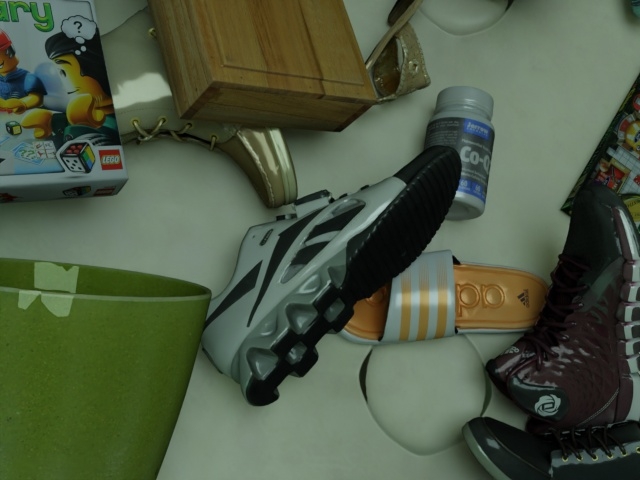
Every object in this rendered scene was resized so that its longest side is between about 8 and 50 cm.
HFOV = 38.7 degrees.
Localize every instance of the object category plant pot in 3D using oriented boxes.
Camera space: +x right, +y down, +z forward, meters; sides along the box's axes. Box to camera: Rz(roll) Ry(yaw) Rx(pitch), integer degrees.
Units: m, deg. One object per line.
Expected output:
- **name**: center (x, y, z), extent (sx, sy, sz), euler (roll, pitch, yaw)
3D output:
- **plant pot**: center (-0.246, 0.174, 0.786), extent (0.274, 0.275, 0.294), euler (6, 92, -13)

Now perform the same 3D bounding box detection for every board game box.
- **board game box**: center (0.411, -0.102, 1.121), extent (0.136, 0.030, 0.260), euler (36, 71, -6)
- **board game box**: center (-0.335, -0.125, 0.791), extent (0.305, 0.053, 0.193), euler (-6, 75, -31)

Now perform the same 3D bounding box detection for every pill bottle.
- **pill bottle**: center (0.155, -0.099, 1.027), extent (0.078, 0.078, 0.137), euler (13, 74, -11)

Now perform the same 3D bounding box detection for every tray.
- **tray**: center (-0.092, -0.314, 0.945), extent (0.202, 0.076, 0.411), euler (-1, 65, -40)

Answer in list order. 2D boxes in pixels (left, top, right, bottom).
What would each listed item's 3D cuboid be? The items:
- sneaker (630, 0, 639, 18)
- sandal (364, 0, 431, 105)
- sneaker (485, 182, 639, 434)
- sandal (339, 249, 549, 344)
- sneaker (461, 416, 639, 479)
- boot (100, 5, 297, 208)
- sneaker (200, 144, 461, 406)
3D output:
- **sneaker**: center (0.521, -0.316, 1.176), extent (0.283, 0.110, 0.122), euler (7, 93, -10)
- **sandal**: center (0.097, -0.208, 1.036), extent (0.079, 0.088, 0.240), euler (31, 65, -6)
- **sneaker**: center (0.251, 0.087, 0.963), extent (0.162, 0.106, 0.281), euler (-9, 103, -7)
- **sandal**: center (0.143, 0.055, 0.988), extent (0.265, 0.076, 0.102), euler (-1, 77, -15)
- **sneaker**: center (0.260, 0.215, 0.949), extent (0.222, 0.083, 0.118), euler (29, 111, -17)
- **boot**: center (-0.160, -0.115, 0.942), extent (0.203, 0.095, 0.262), euler (-30, 87, -18)
- **sneaker**: center (0.000, 0.000, 0.928), extent (0.330, 0.122, 0.146), euler (-43, 58, -12)
